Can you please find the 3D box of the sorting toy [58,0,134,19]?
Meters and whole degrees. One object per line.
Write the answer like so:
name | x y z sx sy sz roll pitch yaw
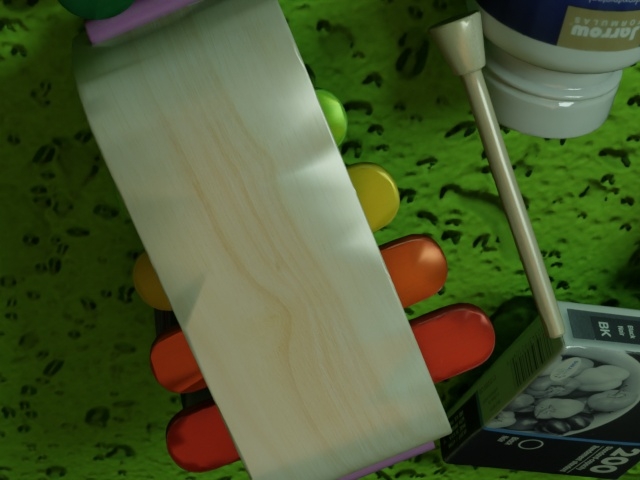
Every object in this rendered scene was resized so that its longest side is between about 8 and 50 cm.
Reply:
sorting toy | -0.042 -0.226 0.643 0.274 0.046 0.132 -28 130 14

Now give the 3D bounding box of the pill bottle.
pill bottle | 0.137 -0.152 0.700 0.112 0.112 0.187 0 131 -11

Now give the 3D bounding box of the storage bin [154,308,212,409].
storage bin | -0.056 0.054 0.858 0.098 0.091 0.135 -3 132 -9

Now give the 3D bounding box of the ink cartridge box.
ink cartridge box | 0.218 0.115 0.960 0.208 0.045 0.206 6 147 -17

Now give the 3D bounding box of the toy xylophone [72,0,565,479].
toy xylophone | 0.000 0.000 0.739 0.236 0.081 0.323 -14 105 0
